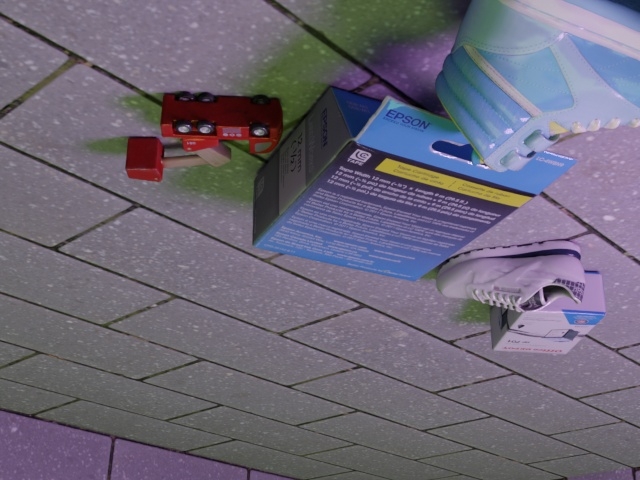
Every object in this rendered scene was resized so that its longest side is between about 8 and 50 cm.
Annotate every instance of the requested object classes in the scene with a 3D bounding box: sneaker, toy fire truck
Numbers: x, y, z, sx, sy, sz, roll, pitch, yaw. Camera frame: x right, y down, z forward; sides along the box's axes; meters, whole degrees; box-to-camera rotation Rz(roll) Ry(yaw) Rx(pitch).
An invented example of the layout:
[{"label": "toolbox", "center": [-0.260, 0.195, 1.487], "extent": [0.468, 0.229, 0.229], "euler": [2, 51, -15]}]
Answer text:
[{"label": "sneaker", "center": [0.289, 0.066, 1.408], "extent": [0.235, 0.095, 0.090], "euler": [-12, 152, 27]}, {"label": "toy fire truck", "center": [-0.142, -0.121, 1.096], "extent": [0.192, 0.047, 0.135], "euler": [2, 154, -3]}, {"label": "sneaker", "center": [0.258, -0.133, 0.873], "extent": [0.319, 0.127, 0.208], "euler": [25, 123, -7]}]

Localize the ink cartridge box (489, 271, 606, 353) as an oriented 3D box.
[{"label": "ink cartridge box", "center": [0.377, 0.122, 1.531], "extent": [0.139, 0.082, 0.191], "euler": [3, 152, -4]}]

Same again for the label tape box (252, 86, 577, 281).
[{"label": "label tape box", "center": [0.096, -0.082, 1.100], "extent": [0.249, 0.115, 0.347], "euler": [13, 148, -23]}]
